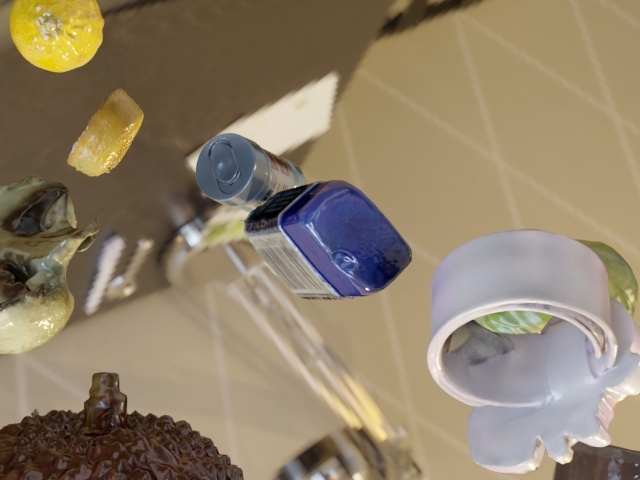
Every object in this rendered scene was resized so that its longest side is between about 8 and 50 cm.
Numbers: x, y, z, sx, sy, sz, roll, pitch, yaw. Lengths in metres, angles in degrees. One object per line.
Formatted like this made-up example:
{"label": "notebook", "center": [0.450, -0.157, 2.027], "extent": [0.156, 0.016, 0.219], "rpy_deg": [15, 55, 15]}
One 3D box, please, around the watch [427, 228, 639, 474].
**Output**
{"label": "watch", "center": [0.211, 0.122, 1.603], "extent": [0.244, 0.196, 0.231], "rpy_deg": [-31, 130, 32]}

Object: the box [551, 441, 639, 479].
{"label": "box", "center": [0.449, 0.413, 2.071], "extent": [0.301, 0.301, 0.216], "rpy_deg": [48, 58, -72]}

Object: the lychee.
{"label": "lychee", "center": [-0.179, 0.260, 1.206], "extent": [0.275, 0.304, 0.276], "rpy_deg": [-2, 179, 0]}

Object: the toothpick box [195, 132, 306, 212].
{"label": "toothpick box", "center": [-0.099, -0.090, 2.143], "extent": [0.101, 0.101, 0.153], "rpy_deg": [-42, 153, 15]}

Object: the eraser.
{"label": "eraser", "center": [0.000, 0.000, 1.971], "extent": [0.101, 0.155, 0.332], "rpy_deg": [-43, -171, -14]}

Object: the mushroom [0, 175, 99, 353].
{"label": "mushroom", "center": [-0.410, 0.045, 2.011], "extent": [0.247, 0.344, 0.130], "rpy_deg": [-18, 122, -7]}

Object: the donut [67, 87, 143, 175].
{"label": "donut", "center": [-0.219, -0.110, 1.540], "extent": [0.097, 0.043, 0.108], "rpy_deg": [-56, -178, 14]}

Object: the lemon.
{"label": "lemon", "center": [-0.318, -0.260, 1.783], "extent": [0.114, 0.114, 0.155], "rpy_deg": [-38, -167, 6]}

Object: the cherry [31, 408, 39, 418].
{"label": "cherry", "center": [-0.495, 0.280, 2.035], "extent": [0.148, 0.115, 0.188], "rpy_deg": [-33, -162, 16]}

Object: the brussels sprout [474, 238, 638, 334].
{"label": "brussels sprout", "center": [0.300, 0.074, 1.912], "extent": [0.223, 0.223, 0.161], "rpy_deg": [-28, 122, -24]}
